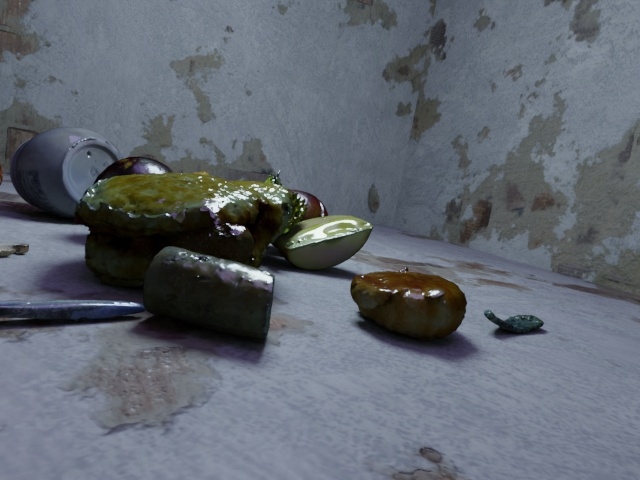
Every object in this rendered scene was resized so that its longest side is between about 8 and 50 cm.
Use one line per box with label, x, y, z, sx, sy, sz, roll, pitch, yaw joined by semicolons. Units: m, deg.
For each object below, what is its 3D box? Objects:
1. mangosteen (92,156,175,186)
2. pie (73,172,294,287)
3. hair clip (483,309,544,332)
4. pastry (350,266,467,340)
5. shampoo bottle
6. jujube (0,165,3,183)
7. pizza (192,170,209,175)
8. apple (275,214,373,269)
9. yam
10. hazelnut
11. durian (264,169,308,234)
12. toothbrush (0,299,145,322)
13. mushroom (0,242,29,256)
mangosteen;-0.450;-0.080;1.166;0.231;0.231;0.289;5;30;-33
pie;-0.263;-0.044;0.947;0.395;0.181;0.418;8;21;5
hair clip;0.414;0.175;0.997;0.229;0.036;0.066;12;8;-42
pastry;0.169;0.115;0.876;0.229;0.100;0.218;-3;10;-43
shampoo bottle;-0.754;-0.203;1.392;0.266;0.273;0.273;7;5;29
jujube;-0.973;-0.163;1.154;0.290;0.197;0.197;-10;16;-26
pizza;-0.242;-0.058;1.258;0.277;0.114;0.409;39;10;-46
apple;0.000;0.000;1.318;0.264;0.120;0.193;-15;25;-14
yam;-0.152;0.079;0.678;0.194;0.107;0.107;12;7;13
hazelnut;-0.088;-0.048;1.489;0.233;0.218;0.218;14;7;1
durian;-0.111;-0.098;1.320;0.107;0.132;0.375;49;12;-28
toothbrush;-0.415;0.084;0.547;0.413;0.042;0.035;7;7;-41
mushroom;-0.604;0.018;0.870;0.049;0.019;0.101;13;10;26
